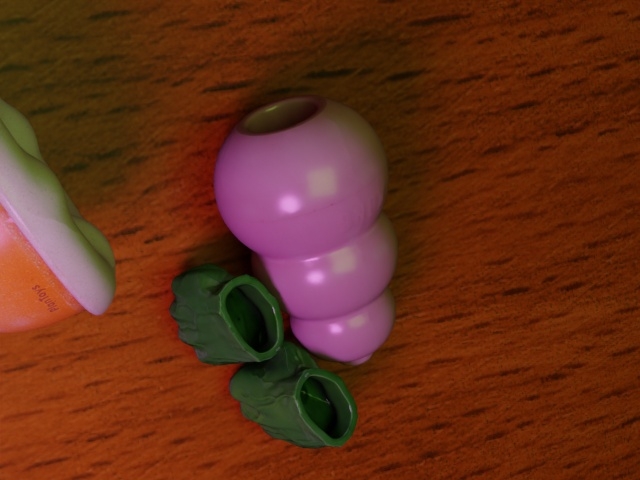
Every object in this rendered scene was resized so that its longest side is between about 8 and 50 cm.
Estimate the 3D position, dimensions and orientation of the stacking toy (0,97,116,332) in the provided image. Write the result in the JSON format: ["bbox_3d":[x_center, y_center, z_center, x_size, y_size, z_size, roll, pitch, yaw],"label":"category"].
[{"bbox_3d":[-0.481,0.039,1.668,0.480,0.350,0.350,-34,112,-4],"label":"stacking toy"}]

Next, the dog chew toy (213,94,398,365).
[{"bbox_3d":[0.000,0.000,1.958,0.207,0.207,0.331,-28,116,-24],"label":"dog chew toy"}]

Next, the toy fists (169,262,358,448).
[{"bbox_3d":[-0.072,0.139,1.962,0.279,0.142,0.096,51,58,-24],"label":"toy fists"}]
